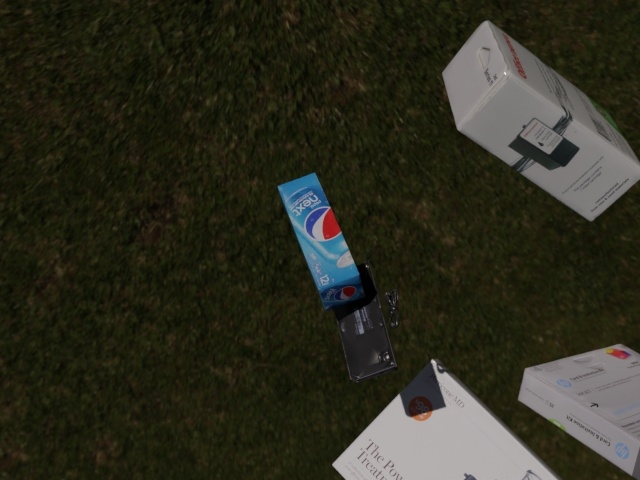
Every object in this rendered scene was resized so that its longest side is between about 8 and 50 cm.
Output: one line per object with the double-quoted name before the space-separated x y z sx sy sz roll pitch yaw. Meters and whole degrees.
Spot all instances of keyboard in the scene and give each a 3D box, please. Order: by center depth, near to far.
"keyboard" 0.078 0.120 1.280 0.108 0.180 0.023 -23 154 20

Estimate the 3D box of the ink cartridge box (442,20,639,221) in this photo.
"ink cartridge box" 0.248 -0.137 0.942 0.208 0.153 0.087 31 120 -20

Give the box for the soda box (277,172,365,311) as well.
"soda box" 0.000 0.000 1.281 0.067 0.210 0.071 -21 146 -3

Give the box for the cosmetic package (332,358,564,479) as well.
"cosmetic package" 0.254 0.452 1.541 0.377 0.097 0.284 43 93 16

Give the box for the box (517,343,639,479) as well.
"box" 0.294 0.158 0.732 0.145 0.186 0.038 -7 115 -34
